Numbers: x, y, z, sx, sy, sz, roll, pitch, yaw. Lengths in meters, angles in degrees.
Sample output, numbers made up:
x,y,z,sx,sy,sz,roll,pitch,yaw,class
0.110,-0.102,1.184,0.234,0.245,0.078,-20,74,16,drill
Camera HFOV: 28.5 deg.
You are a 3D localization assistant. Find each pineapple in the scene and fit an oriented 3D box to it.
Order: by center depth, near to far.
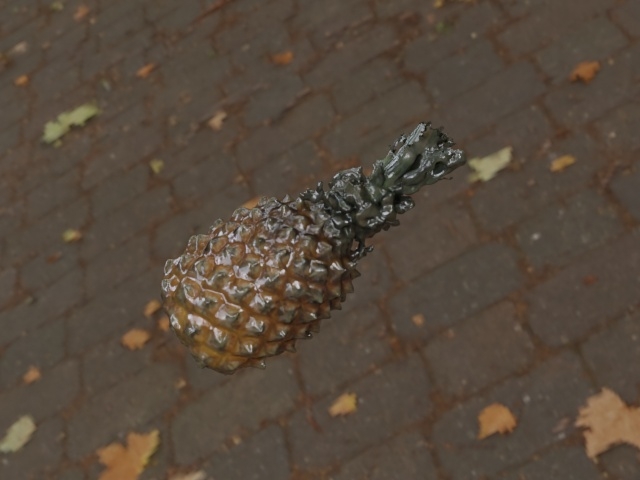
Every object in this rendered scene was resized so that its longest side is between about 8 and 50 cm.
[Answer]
x,y,z,sx,sy,sz,roll,pitch,yaw,class
0.000,0.000,1.350,0.361,0.175,0.175,-34,29,11,pineapple
